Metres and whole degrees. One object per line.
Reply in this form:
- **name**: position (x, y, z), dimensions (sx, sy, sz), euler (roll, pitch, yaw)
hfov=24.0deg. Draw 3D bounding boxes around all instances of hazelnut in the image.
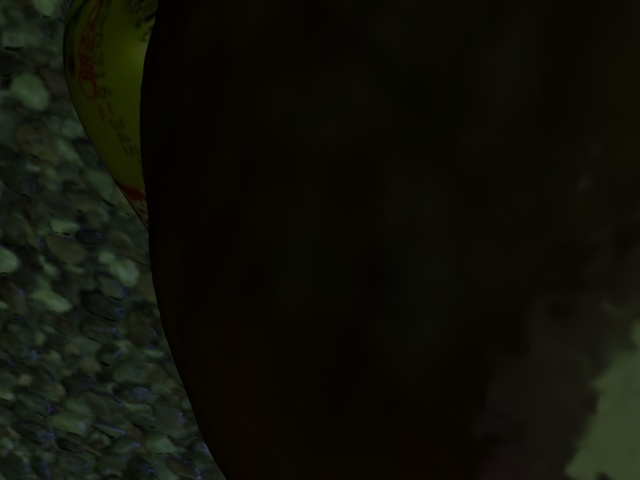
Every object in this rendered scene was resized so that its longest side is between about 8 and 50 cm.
- **hazelnut**: position (0.148, -0.027, 0.446), dimensions (0.409, 0.359, 0.359), euler (8, 133, 13)

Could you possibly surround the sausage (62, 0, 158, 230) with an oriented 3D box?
- **sausage**: position (0.000, 0.000, 0.682), dimensions (0.123, 0.123, 0.347), euler (-13, 123, 32)
